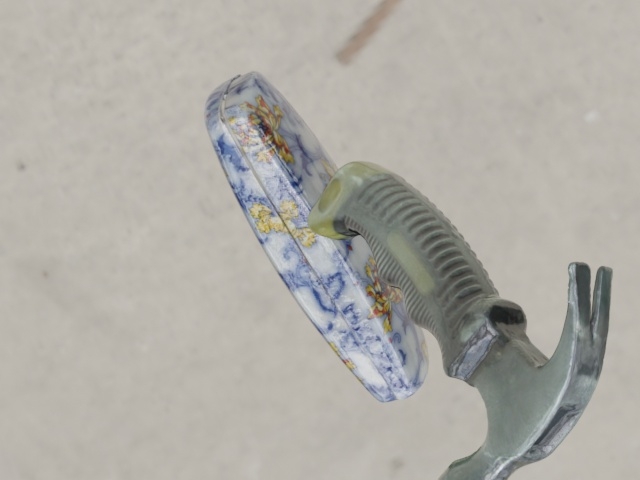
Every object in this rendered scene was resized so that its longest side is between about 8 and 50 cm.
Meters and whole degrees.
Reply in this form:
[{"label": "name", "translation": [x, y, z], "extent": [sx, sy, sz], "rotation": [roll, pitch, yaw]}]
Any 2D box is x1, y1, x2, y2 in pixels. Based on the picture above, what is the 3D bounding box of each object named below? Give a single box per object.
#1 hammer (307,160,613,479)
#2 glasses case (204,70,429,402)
[{"label": "hammer", "translation": [0.074, 0.032, 1.108], "extent": [0.041, 0.226, 0.159], "rotation": [12, 120, -44]}, {"label": "glasses case", "translation": [0.000, 0.000, 1.287], "extent": [0.065, 0.087, 0.248], "rotation": [-24, 110, 17]}]
